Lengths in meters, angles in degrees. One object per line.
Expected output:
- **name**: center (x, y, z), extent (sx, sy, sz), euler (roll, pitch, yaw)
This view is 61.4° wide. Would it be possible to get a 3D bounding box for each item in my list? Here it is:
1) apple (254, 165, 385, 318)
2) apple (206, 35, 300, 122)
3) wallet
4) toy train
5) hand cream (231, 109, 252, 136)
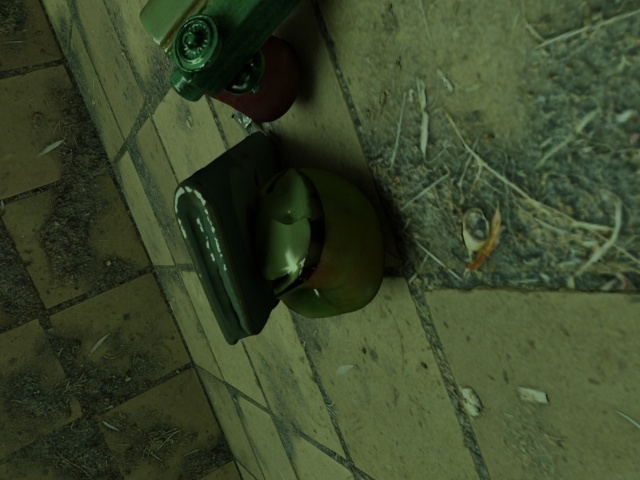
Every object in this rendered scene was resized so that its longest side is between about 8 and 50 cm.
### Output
- **apple**: center (0.000, 0.000, 0.746), extent (0.207, 0.174, 0.188), euler (82, -175, -55)
- **apple**: center (-0.100, -0.241, 0.760), extent (0.153, 0.153, 0.120), euler (40, 105, 42)
- **wallet**: center (-0.107, -0.019, 0.829), extent (0.360, 0.083, 0.252), euler (-65, -37, -67)
- **toy train**: center (-0.092, -0.299, 0.614), extent (0.285, 0.116, 0.177), euler (-43, 69, 21)
- **hand cream**: center (-0.134, -0.295, 0.893), extent (0.084, 0.050, 0.257), euler (50, 154, 36)
